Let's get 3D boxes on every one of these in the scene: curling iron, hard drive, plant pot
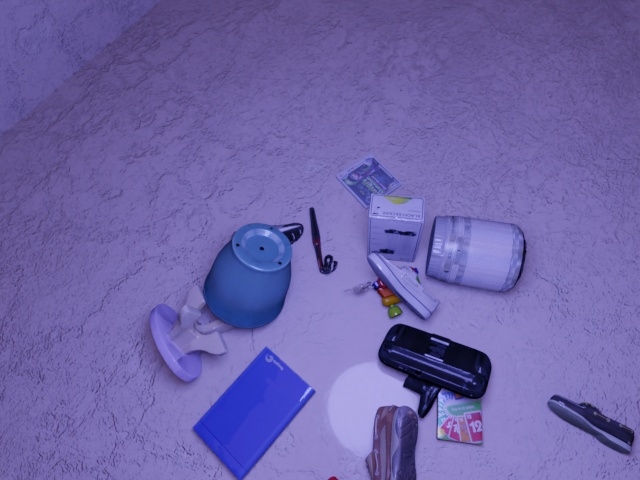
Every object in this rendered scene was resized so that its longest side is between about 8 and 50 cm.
[{"bbox_3d":[0.000,0.000,1.544,0.068,0.035,0.273,-14,63,-6],"label":"curling iron"},{"bbox_3d":[-0.198,0.510,1.298,0.210,0.040,0.318,36,72,22],"label":"hard drive"},{"bbox_3d":[-0.206,0.093,1.340,0.272,0.255,0.271,14,47,-15],"label":"plant pot"}]

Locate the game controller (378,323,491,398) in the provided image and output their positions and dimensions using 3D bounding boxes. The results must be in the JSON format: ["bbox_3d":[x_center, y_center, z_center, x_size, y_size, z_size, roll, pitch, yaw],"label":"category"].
[{"bbox_3d":[0.339,0.350,1.282,0.319,0.067,0.166,17,33,22],"label":"game controller"}]

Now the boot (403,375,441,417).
[{"bbox_3d":[0.290,0.446,1.268,0.099,0.045,0.121,24,71,35],"label":"boot"}]

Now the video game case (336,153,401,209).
[{"bbox_3d":[0.184,-0.230,1.650,0.173,0.022,0.190,-34,65,-11],"label":"video game case"}]

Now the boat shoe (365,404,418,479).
[{"bbox_3d":[0.188,0.616,1.176,0.117,0.123,0.324,-5,67,42],"label":"boat shoe"}]

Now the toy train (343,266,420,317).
[{"bbox_3d":[0.216,0.189,1.396,0.248,0.105,0.143,-19,76,-4],"label":"toy train"}]

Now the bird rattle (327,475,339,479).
[{"bbox_3d":[0.021,0.772,1.123,0.207,0.143,0.253,41,60,11],"label":"bird rattle"}]

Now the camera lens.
[{"bbox_3d":[0.489,0.039,1.369,0.275,0.219,0.219,9,64,11],"label":"camera lens"}]

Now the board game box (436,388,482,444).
[{"bbox_3d":[0.408,0.454,1.270,0.124,0.039,0.259,4,61,8],"label":"board game box"}]

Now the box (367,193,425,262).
[{"bbox_3d":[0.239,-0.034,1.393,0.169,0.290,0.087,5,64,9],"label":"box"}]

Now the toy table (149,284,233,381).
[{"bbox_3d":[-0.402,0.277,1.341,0.161,0.252,0.274,-36,72,5],"label":"toy table"}]

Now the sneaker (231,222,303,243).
[{"bbox_3d":[-0.194,-0.024,1.543,0.272,0.100,0.107,-14,57,-1],"label":"sneaker"}]

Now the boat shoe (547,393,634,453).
[{"bbox_3d":[0.746,0.493,1.191,0.228,0.081,0.068,32,67,12],"label":"boat shoe"}]

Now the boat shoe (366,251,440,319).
[{"bbox_3d":[0.256,0.122,1.312,0.267,0.096,0.088,45,81,1],"label":"boat shoe"}]
